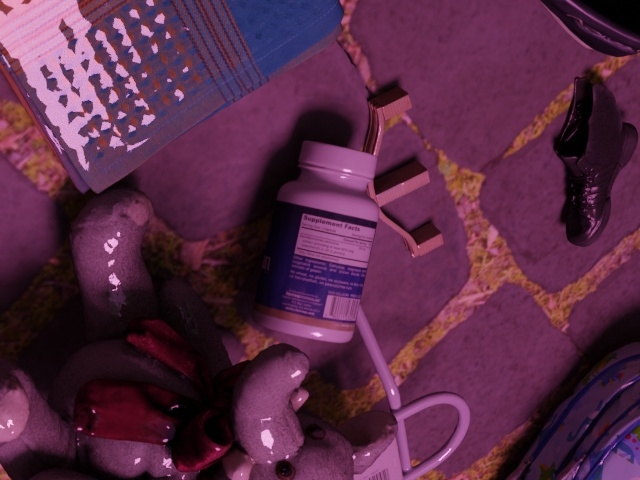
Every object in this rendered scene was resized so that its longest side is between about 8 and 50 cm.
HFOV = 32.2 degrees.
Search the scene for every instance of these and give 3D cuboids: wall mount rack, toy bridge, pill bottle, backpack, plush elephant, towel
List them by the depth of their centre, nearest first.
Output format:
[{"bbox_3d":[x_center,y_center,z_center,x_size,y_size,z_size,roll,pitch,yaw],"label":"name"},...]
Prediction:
[{"bbox_3d":[-0.148,-0.243,0.815,0.271,0.040,0.370,-33,128,-10],"label":"towel"},{"bbox_3d":[-0.088,0.156,0.872,0.272,0.256,0.330,-60,145,-52],"label":"plush elephant"},{"bbox_3d":[0.000,0.000,0.994,0.094,0.094,0.169,12,91,-36],"label":"pill bottle"},{"bbox_3d":[0.073,-0.054,1.068,0.063,0.026,0.188,-27,128,-12],"label":"toy bridge"},{"bbox_3d":[-0.033,0.183,1.090,0.350,0.130,0.304,-25,131,-16],"label":"wall mount rack"},{"bbox_3d":[0.383,0.298,1.324,0.290,0.273,0.355,30,87,0],"label":"backpack"}]

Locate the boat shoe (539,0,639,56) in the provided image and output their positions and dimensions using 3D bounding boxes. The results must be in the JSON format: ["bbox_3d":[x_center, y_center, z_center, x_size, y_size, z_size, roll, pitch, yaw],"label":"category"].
[{"bbox_3d":[0.167,-0.314,0.872,0.187,0.156,0.500,-48,124,6],"label":"boat shoe"}]

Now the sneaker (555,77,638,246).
[{"bbox_3d":[0.275,-0.079,1.162,0.089,0.051,0.170,10,107,-35],"label":"sneaker"}]
